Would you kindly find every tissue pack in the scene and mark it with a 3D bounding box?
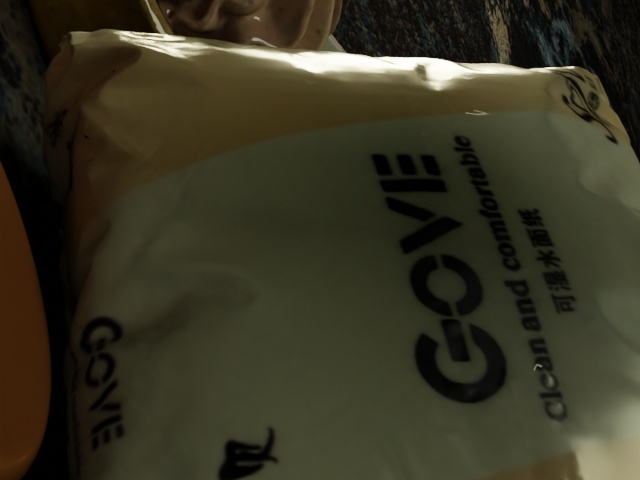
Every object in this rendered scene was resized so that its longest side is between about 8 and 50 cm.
[{"bbox_3d":[0.040,0.058,0.891,0.195,0.390,0.375,107,-28,-43],"label":"tissue pack"}]

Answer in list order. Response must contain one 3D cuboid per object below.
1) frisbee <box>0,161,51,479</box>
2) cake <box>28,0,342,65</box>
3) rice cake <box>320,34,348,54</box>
[{"bbox_3d":[-0.170,-0.016,0.726,0.251,0.021,0.251,-20,90,-82],"label":"frisbee"},{"bbox_3d":[-0.063,-0.154,1.096,0.208,0.178,0.185,21,50,-67],"label":"cake"},{"bbox_3d":[-0.027,-0.146,1.313,0.298,0.050,0.106,49,25,-30],"label":"rice cake"}]
